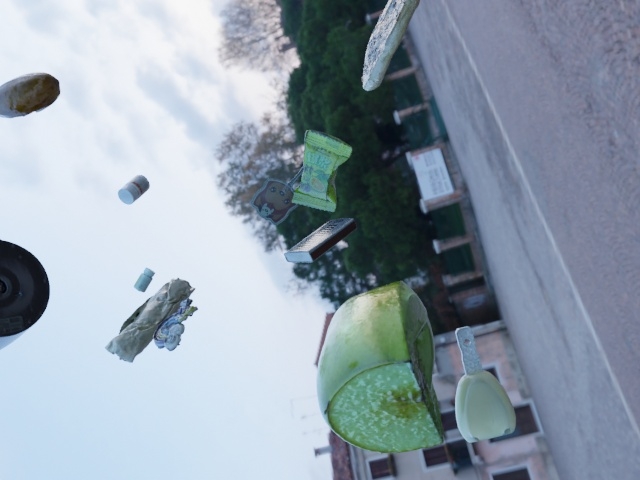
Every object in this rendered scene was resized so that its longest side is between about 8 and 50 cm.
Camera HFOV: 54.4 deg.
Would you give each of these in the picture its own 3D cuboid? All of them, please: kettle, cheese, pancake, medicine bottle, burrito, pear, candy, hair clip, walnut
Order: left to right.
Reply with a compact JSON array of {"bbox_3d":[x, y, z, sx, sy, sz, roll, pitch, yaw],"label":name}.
[{"bbox_3d":[-0.527,0.086,0.939,0.144,0.232,0.202,-12,-104,-46],"label":"kettle"},{"bbox_3d":[-0.808,-0.390,1.694,0.116,0.207,0.116,56,166,22],"label":"walnut"},{"bbox_3d":[-0.554,-0.152,1.854,0.089,0.057,0.057,-57,-48,-48],"label":"medicine bottle"},{"bbox_3d":[-0.630,0.142,2.233,0.047,0.083,0.047,29,177,2],"label":"medicine bottle"},{"bbox_3d":[-0.530,0.240,1.964,0.392,0.117,0.076,-56,-12,-52],"label":"burrito"},{"bbox_3d":[-0.365,0.218,1.573,0.049,0.116,0.172,49,-141,-18],"label":"hair clip"},{"bbox_3d":[0.001,-0.192,1.835,0.069,0.148,0.246,-55,-17,-49],"label":"candy"},{"bbox_3d":[0.114,0.230,1.275,0.318,0.238,0.343,-89,-19,-46],"label":"pear"},{"bbox_3d":[0.193,-0.584,1.745,0.065,0.356,0.356,23,-151,-13],"label":"pancake"},{"bbox_3d":[0.342,0.311,1.367,0.054,0.127,0.252,-56,-49,-84],"label":"cheese"}]

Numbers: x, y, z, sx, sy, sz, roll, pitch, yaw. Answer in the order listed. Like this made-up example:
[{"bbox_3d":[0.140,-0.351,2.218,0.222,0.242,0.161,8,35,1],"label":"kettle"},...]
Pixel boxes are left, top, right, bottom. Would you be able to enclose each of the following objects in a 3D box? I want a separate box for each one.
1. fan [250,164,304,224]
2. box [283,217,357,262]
[{"bbox_3d":[-0.115,-0.153,1.950,0.132,0.220,0.009,41,-173,-17],"label":"fan"},{"bbox_3d":[0.000,0.000,1.632,0.177,0.115,0.036,-37,-71,-34],"label":"box"}]
